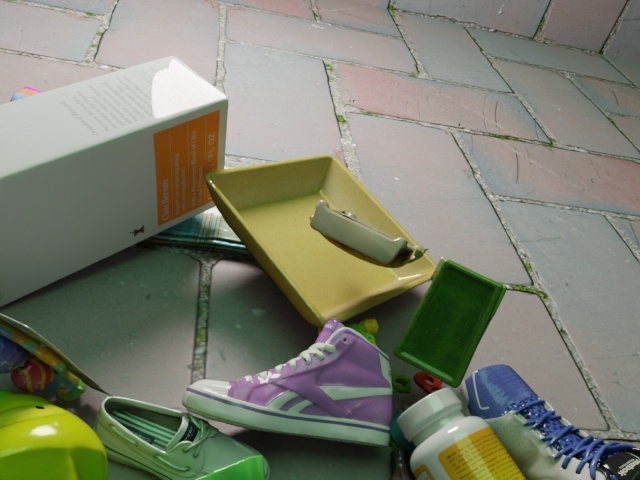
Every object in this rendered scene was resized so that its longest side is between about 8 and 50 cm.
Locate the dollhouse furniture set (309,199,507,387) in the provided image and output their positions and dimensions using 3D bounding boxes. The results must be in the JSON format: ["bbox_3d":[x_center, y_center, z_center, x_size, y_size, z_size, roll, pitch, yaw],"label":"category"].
[{"bbox_3d":[0.111,0.072,0.936,0.302,0.151,0.197,27,4,17],"label":"dollhouse furniture set"}]

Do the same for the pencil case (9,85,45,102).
[{"bbox_3d":[-0.494,-0.238,1.228,0.236,0.104,0.104,13,37,-4],"label":"pencil case"}]

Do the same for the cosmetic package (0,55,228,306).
[{"bbox_3d":[-0.369,-0.098,0.941,0.453,0.230,0.161,-30,58,-34],"label":"cosmetic package"}]

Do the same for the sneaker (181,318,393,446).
[{"bbox_3d":[-0.036,0.179,0.821,0.282,0.102,0.161,13,72,-20],"label":"sneaker"}]

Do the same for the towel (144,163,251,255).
[{"bbox_3d":[-0.170,-0.071,1.189,0.370,0.040,0.271,9,38,-11],"label":"towel"}]

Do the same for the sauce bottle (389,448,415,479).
[{"bbox_3d":[0.107,0.328,0.781,0.042,0.042,0.128,9,39,-10],"label":"sauce bottle"}]

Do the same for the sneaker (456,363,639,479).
[{"bbox_3d":[0.323,0.278,0.773,0.128,0.182,0.315,-10,55,-28],"label":"sneaker"}]

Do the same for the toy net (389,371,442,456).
[{"bbox_3d":[0.205,0.258,0.912,0.232,0.045,0.122,7,36,-15],"label":"toy net"}]

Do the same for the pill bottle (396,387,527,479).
[{"bbox_3d":[0.185,0.296,0.765,0.118,0.117,0.208,-12,55,-33],"label":"pill bottle"}]

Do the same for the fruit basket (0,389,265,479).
[{"bbox_3d":[-0.255,0.273,0.557,0.392,0.283,0.392,13,52,-18],"label":"fruit basket"}]

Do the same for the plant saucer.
[{"bbox_3d":[0.000,0.000,1.072,0.333,0.081,0.333,-16,58,-47],"label":"plant saucer"}]

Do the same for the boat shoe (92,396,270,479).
[{"bbox_3d":[-0.169,0.252,0.745,0.226,0.075,0.083,14,37,-3],"label":"boat shoe"}]

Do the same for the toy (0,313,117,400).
[{"bbox_3d":[-0.341,0.140,0.707,0.137,0.237,0.056,19,65,17],"label":"toy"}]

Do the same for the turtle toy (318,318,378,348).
[{"bbox_3d":[0.044,0.177,0.929,0.095,0.066,0.130,-8,36,11],"label":"turtle toy"}]
